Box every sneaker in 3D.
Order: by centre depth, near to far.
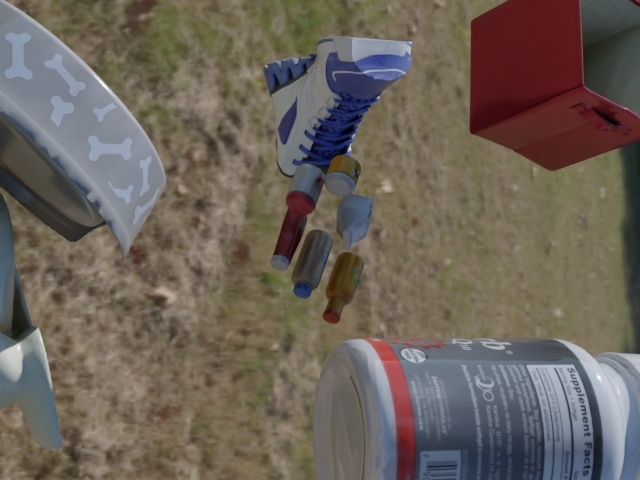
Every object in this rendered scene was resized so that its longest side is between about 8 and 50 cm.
[{"bbox_3d":[0.020,-0.174,1.324,0.127,0.315,0.182,-2,90,-27],"label":"sneaker"}]

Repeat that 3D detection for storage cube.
[{"bbox_3d":[0.337,-0.232,1.311,0.183,0.193,0.215,18,65,-35],"label":"storage cube"}]

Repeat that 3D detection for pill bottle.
[{"bbox_3d":[0.190,0.210,1.023,0.210,0.362,0.210,-178,-90,-72],"label":"pill bottle"}]

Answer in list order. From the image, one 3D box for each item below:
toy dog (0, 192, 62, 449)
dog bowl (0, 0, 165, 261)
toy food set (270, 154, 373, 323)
[{"bbox_3d":[-0.516,0.110,1.009,0.395,0.407,0.285,98,-30,-49],"label":"toy dog"},{"bbox_3d":[-0.317,-0.127,1.045,0.102,0.348,0.349,-49,137,-19],"label":"dog bowl"},{"bbox_3d":[0.000,0.000,1.221,0.232,0.111,0.104,92,14,-53],"label":"toy food set"}]
